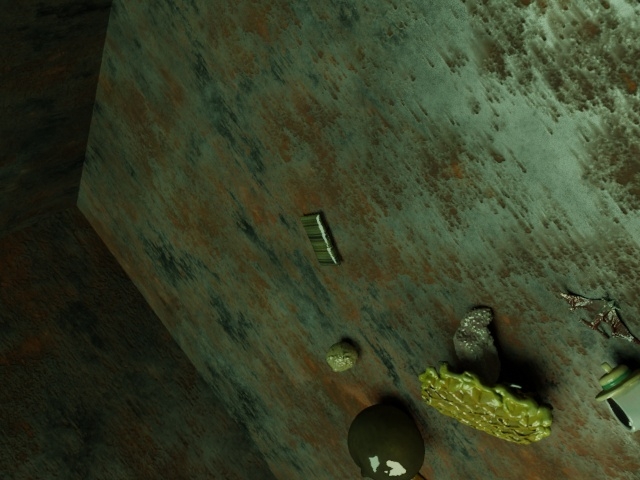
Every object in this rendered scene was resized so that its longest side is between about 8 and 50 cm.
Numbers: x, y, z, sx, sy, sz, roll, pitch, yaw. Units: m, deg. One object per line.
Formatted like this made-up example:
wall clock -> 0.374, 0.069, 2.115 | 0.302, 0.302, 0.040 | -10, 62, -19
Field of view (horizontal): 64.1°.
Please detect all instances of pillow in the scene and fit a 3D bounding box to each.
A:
pillow -> 0.000, 0.000, 1.786 | 0.113, 0.038, 0.203 | -3, 114, 52

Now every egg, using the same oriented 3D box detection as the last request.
egg -> 0.082, 0.450, 1.971 | 0.118, 0.116, 0.140 | 32, 150, -16

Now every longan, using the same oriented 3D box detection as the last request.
longan -> 0.244, 0.760, 1.899 | 0.297, 0.297, 0.297 | 27, 135, 31

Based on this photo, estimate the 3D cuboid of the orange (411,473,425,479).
orange -> 0.377, 1.097, 2.167 | 0.274, 0.274, 0.310 | 19, 99, 37

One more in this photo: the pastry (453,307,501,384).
pastry -> 0.454, 0.324, 1.481 | 0.103, 0.112, 0.265 | 13, 126, 51

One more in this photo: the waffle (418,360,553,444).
waffle -> 0.471, 0.483, 1.488 | 0.382, 0.095, 0.380 | 14, 152, 24

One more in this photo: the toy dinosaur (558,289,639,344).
toy dinosaur -> 0.665, 0.179, 1.210 | 0.220, 0.032, 0.108 | 37, 136, 19

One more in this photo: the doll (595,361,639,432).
doll -> 0.753, 0.404, 1.136 | 0.144, 0.271, 0.208 | -42, 112, 11
